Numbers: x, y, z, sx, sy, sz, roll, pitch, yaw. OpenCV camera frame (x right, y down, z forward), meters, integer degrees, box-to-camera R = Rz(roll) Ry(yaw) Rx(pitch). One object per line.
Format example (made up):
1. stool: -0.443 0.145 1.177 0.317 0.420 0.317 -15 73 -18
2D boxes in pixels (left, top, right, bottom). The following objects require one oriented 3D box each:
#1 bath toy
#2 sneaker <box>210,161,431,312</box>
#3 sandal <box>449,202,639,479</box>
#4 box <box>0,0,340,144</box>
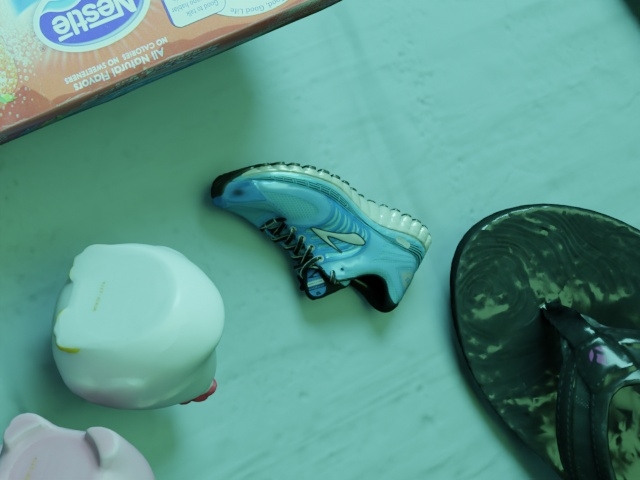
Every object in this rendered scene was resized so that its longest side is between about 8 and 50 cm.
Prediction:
1. bath toy: -0.150 0.165 0.889 0.348 0.151 0.129 -68 153 -25
2. sneaker: 0.000 0.000 1.048 0.162 0.063 0.073 24 73 -26
3. sandal: 0.254 0.159 1.103 0.167 0.107 0.446 -35 96 -2
4. box: -0.136 -0.154 0.911 0.300 0.142 0.154 -27 95 -19
